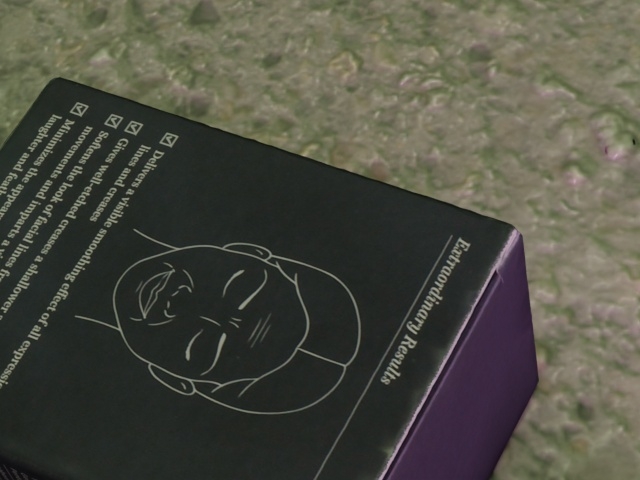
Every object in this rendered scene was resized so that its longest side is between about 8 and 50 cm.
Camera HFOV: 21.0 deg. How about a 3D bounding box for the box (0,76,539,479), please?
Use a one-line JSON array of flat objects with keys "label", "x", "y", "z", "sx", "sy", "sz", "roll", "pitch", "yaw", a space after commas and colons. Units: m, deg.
[{"label": "box", "x": -0.083, "y": 0.099, "z": 1.245, "sx": 0.395, "sy": 0.212, "sz": 0.293, "roll": 20, "pitch": 61, "yaw": 24}]
